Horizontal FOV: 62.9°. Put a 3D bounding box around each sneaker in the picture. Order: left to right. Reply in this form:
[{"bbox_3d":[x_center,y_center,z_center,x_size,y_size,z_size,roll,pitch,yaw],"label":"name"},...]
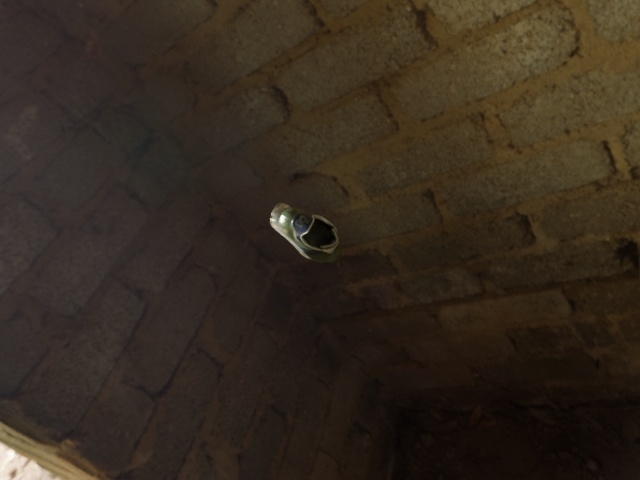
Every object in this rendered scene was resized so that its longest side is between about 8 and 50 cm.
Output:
[{"bbox_3d":[0.000,0.000,0.902,0.086,0.192,0.064,19,79,39],"label":"sneaker"}]
